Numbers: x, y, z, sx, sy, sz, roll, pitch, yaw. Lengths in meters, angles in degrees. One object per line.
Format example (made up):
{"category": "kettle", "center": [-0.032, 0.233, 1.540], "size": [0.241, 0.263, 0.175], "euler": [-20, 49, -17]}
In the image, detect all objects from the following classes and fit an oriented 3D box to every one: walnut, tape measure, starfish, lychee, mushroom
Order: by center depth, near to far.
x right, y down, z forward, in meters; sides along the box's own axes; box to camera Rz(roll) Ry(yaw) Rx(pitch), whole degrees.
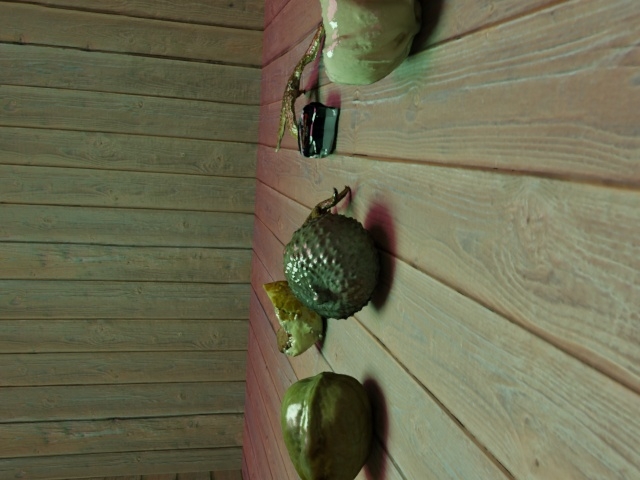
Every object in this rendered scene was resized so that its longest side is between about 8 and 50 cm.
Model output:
{"category": "walnut", "center": [0.019, 0.463, 1.500], "size": [0.283, 0.227, 0.283], "euler": [-3, -90, -73]}
{"category": "lychee", "center": [0.034, 0.060, 1.500], "size": [0.274, 0.255, 0.256], "euler": [-54, -20, -52]}
{"category": "starfish", "center": [0.003, -0.084, 1.763], "size": [0.213, 0.057, 0.238], "euler": [-43, 3, 0]}
{"category": "tape measure", "center": [-0.012, -0.358, 1.980], "size": [0.181, 0.107, 0.182], "euler": [-126, 40, -64]}
{"category": "starfish", "center": [-0.073, -0.521, 2.222], "size": [0.384, 0.132, 0.399], "euler": [126, 150, -75]}
{"category": "mushroom", "center": [-0.139, 0.405, 2.486], "size": [0.210, 0.072, 0.094], "euler": [117, 143, -60]}

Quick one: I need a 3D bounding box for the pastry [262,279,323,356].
{"category": "pastry", "center": [-0.080, 0.235, 2.044], "size": [0.256, 0.170, 0.237], "euler": [-114, 5, -60]}

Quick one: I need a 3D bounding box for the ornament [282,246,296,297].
{"category": "ornament", "center": [-0.010, 0.072, 1.753], "size": [0.221, 0.235, 0.217], "euler": [-55, 10, -4]}

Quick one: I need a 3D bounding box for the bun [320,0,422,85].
{"category": "bun", "center": [0.103, -0.509, 1.291], "size": [0.365, 0.219, 0.366], "euler": [-3, -90, -87]}
